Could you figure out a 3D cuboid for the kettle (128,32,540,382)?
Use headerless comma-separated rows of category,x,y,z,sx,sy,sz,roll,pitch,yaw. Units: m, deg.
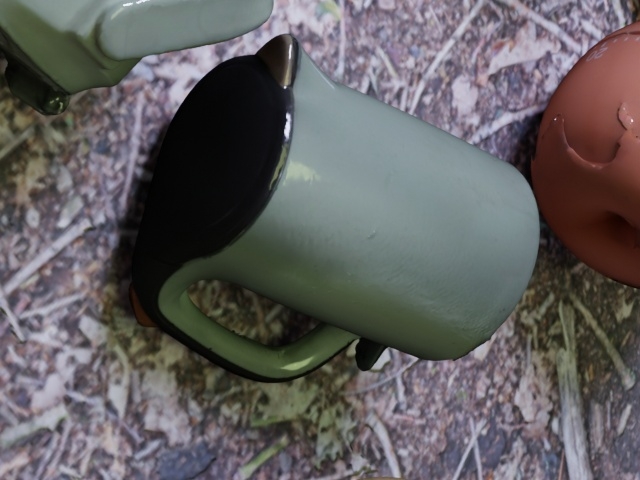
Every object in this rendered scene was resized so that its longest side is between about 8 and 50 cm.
kettle,0.000,0.000,1.026,0.255,0.165,0.240,21,108,-41

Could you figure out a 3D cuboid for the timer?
timer,0.300,-0.073,1.232,0.215,0.229,0.230,-45,121,-23

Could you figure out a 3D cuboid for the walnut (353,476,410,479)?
walnut,0.015,0.337,0.936,0.381,0.381,0.381,-5,97,-42

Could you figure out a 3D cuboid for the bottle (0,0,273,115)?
bottle,-0.103,-0.224,0.840,0.229,0.229,0.352,39,85,-37
